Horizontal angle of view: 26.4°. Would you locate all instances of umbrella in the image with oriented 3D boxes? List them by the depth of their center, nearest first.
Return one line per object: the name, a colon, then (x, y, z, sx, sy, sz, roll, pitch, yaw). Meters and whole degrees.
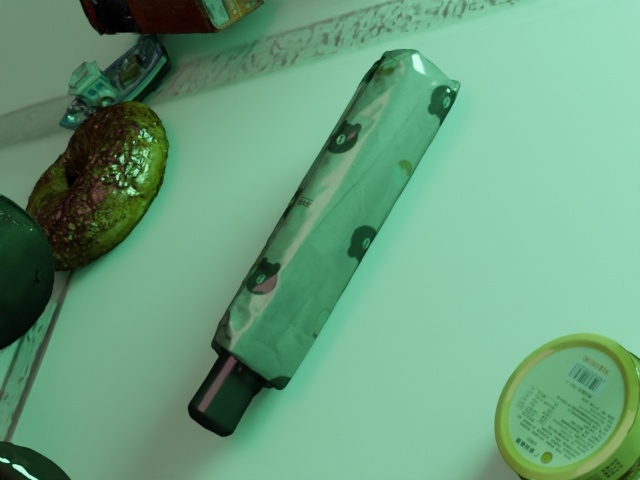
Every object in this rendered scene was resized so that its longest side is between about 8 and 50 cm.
umbrella: (0.000, 0.000, 1.057, 0.337, 0.073, 0.067, -60, 7, -11)

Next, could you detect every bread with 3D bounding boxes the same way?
bread: (-0.224, -0.056, 1.332, 0.193, 0.064, 0.193, -29, 41, 29)

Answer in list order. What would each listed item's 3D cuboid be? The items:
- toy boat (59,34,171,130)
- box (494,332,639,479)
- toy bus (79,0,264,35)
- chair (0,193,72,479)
toy boat: (-0.219, -0.162, 1.409, 0.140, 0.066, 0.059, -39, 43, 16)
box: (0.159, 0.109, 0.841, 0.105, 0.037, 0.105, -26, 43, 28)
toy bus: (-0.154, -0.251, 1.386, 0.096, 0.073, 0.235, -40, 30, -30)
chair: (-0.307, 0.154, 1.111, 0.226, 0.226, 0.401, -39, 41, 14)
